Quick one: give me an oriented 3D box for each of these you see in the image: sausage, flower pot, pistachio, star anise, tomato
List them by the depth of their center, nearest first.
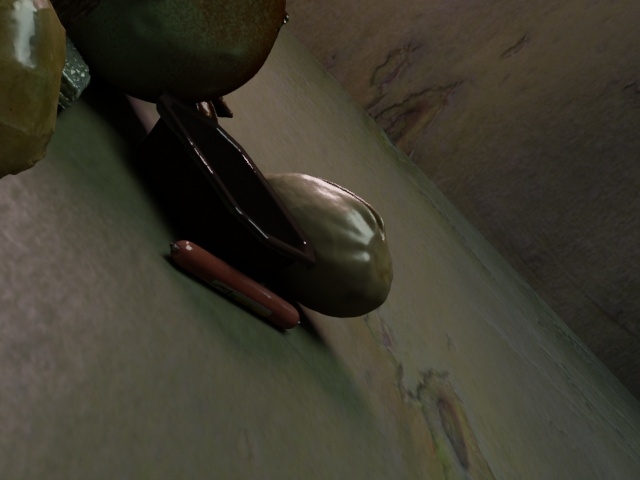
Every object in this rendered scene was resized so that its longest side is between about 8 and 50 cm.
[{"bbox_3d":[-0.089,0.050,1.305,0.223,0.029,0.029,36,17,-45],"label":"sausage"},{"bbox_3d":[-0.120,-0.047,1.380,0.251,0.084,0.179,54,14,30],"label":"flower pot"},{"bbox_3d":[-0.196,-0.310,1.459,0.239,0.303,0.303,-20,65,-43],"label":"tomato"},{"bbox_3d":[0.000,0.000,1.479,0.223,0.152,0.126,47,21,21],"label":"pistachio"},{"bbox_3d":[-0.183,-0.208,1.742,0.157,0.053,0.212,46,10,-7],"label":"star anise"}]

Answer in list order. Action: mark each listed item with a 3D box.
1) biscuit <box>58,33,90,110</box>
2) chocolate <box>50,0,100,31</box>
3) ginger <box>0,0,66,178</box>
[{"bbox_3d":[-0.347,-0.250,1.307,0.250,0.046,0.147,45,12,-13],"label":"biscuit"},{"bbox_3d":[-0.302,-0.235,1.139,0.093,0.148,0.214,54,17,0],"label":"chocolate"},{"bbox_3d":[-0.313,-0.260,0.953,0.363,0.122,0.348,35,57,-21],"label":"ginger"}]
